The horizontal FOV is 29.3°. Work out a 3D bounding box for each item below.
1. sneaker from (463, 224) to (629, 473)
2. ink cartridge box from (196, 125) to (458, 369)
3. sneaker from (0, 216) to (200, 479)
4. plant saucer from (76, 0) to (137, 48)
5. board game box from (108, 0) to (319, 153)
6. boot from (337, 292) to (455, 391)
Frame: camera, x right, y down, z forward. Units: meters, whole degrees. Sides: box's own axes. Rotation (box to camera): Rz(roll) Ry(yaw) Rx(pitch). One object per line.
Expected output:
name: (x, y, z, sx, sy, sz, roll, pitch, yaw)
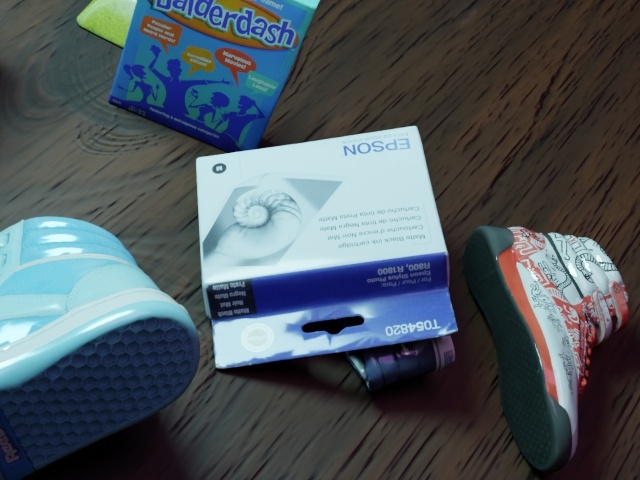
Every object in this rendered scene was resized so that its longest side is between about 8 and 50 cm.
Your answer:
sneaker: (0.240, 0.096, 1.174, 0.145, 0.090, 0.270, 3, 47, -19)
ink cartridge box: (0.000, 0.000, 1.123, 0.223, 0.045, 0.224, -9, 52, -1)
sneaker: (-0.269, 0.089, 0.947, 0.319, 0.127, 0.208, -19, 36, -16)
plant saucer: (-0.141, -0.260, 1.344, 0.188, 0.045, 0.188, 27, 46, 0)
board game box: (-0.104, -0.189, 1.183, 0.160, 0.210, 0.047, 22, 46, -4)
boot: (0.047, 0.053, 1.144, 0.086, 0.069, 0.190, -17, 47, -14)
